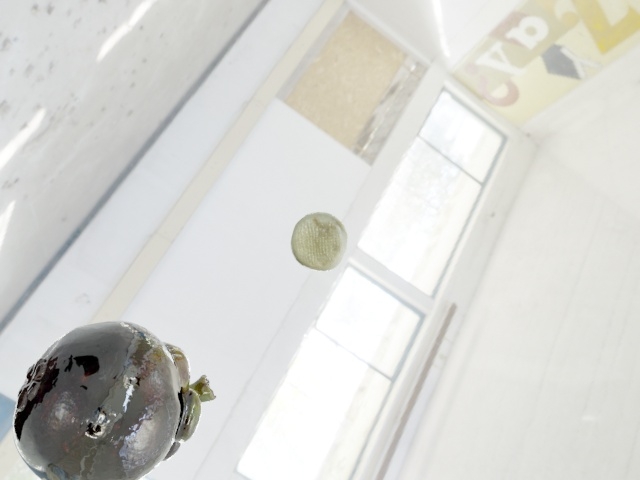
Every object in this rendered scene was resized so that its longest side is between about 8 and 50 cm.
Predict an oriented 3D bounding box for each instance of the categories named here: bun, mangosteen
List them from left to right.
[{"bbox_3d":[-0.363,0.294,1.007,0.297,0.296,0.313,-60,146,-28],"label":"mangosteen"},{"bbox_3d":[0.000,0.000,0.832,0.086,0.086,0.055,-54,173,12],"label":"bun"}]
